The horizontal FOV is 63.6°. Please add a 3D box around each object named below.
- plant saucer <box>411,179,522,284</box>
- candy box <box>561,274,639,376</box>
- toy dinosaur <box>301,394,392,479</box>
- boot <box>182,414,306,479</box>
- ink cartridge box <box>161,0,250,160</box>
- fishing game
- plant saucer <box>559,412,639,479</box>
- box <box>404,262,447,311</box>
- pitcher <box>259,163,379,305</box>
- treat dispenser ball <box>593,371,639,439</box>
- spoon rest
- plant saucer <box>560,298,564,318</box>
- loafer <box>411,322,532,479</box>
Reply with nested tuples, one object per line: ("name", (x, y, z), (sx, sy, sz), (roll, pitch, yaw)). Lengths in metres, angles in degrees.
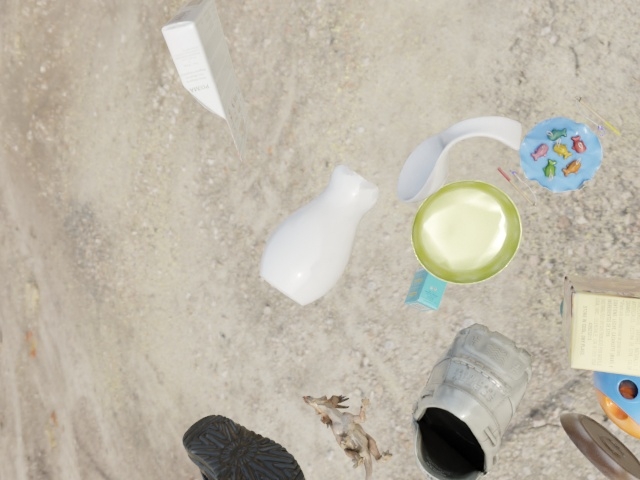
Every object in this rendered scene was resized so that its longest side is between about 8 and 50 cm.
("plant saucer", (0.323, -0.020, 1.157), (0.240, 0.037, 0.241), (2, 107, 5))
("candy box", (0.435, 0.096, 0.551), (0.316, 0.183, 0.088), (2, 94, 22))
("toy dinosaur", (0.084, 0.546, 1.456), (0.296, 0.127, 0.200), (63, 157, 1))
("boot", (-0.118, 0.502, 0.986), (0.348, 0.131, 0.260), (13, 124, 52))
("ink cartridge box", (-0.184, -0.273, 0.880), (0.189, 0.066, 0.232), (-92, -6, -55))
("fishing game", (0.574, -0.205, 1.237), (0.264, 0.041, 0.189), (-40, 77, 11))
("plant saucer", (0.869, 0.636, 1.560), (0.050, 0.310, 0.310), (-55, 52, 18))
("box", (0.306, 0.065, 1.374), (0.244, 0.060, 0.100), (-66, 8, -15))
("pitcher", (0.000, 0.000, 0.829), (0.125, 0.178, 0.207), (34, 80, 10))
("treat dispenser ball", (0.855, 0.367, 1.311), (0.288, 0.288, 0.288), (-2, 88, 47))
("spoon rest", (0.228, -0.154, 0.947), (0.276, 0.084, 0.137), (-25, 44, 54))
("plant saucer", (0.555, 0.161, 1.068), (0.119, 0.119, 0.021), (65, 150, 26))
("loafer", (0.144, 0.215, 0.574), (0.112, 0.111, 0.319), (28, 145, 28))
